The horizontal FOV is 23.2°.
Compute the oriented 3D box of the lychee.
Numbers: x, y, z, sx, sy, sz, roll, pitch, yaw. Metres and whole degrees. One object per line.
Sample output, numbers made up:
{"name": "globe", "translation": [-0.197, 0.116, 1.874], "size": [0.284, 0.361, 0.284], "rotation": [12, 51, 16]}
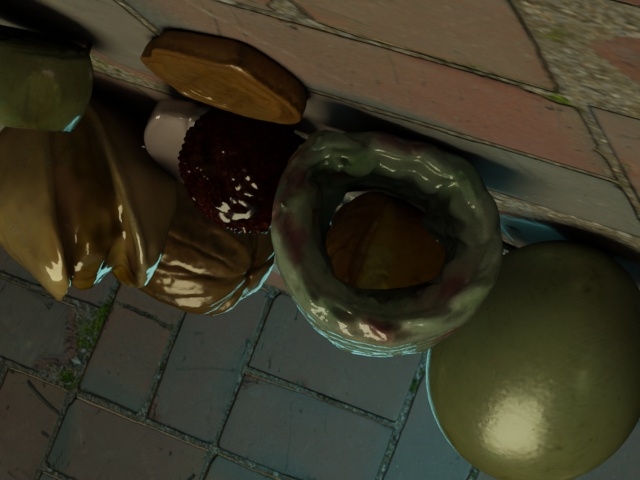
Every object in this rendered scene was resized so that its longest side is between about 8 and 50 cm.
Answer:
{"name": "lychee", "translation": [-0.067, -0.064, 1.440], "size": [0.123, 0.123, 0.129], "rotation": [17, 170, 34]}

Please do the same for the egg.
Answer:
{"name": "egg", "translation": [0.219, 0.115, 1.518], "size": [0.218, 0.218, 0.295], "rotation": [21, 144, 2]}

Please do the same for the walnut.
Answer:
{"name": "walnut", "translation": [-0.164, -0.005, 1.996], "size": [0.213, 0.213, 0.213], "rotation": [21, 174, 2]}

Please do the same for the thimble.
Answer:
{"name": "thimble", "translation": [0.049, -0.004, 1.331], "size": [0.211, 0.185, 0.149], "rotation": [49, 174, 6]}

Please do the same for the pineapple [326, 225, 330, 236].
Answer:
{"name": "pineapple", "translation": [0.032, 0.026, 1.817], "size": [0.198, 0.108, 0.108], "rotation": [40, 180, 20]}

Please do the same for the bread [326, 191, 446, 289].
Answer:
{"name": "bread", "translation": [0.071, 0.023, 1.633], "size": [0.143, 0.139, 0.229], "rotation": [22, 179, -2]}

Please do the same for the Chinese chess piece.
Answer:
{"name": "Chinese chess piece", "translation": [-0.301, -0.155, 1.419], "size": [0.188, 0.083, 0.188], "rotation": [12, -167, -3]}

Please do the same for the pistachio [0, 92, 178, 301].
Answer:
{"name": "pistachio", "translation": [-0.269, -0.053, 1.734], "size": [0.229, 0.238, 0.321], "rotation": [-16, -156, -11]}

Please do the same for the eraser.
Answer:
{"name": "eraser", "translation": [-0.098, -0.088, 1.609], "size": [0.204, 0.059, 0.243], "rotation": [23, 170, -16]}

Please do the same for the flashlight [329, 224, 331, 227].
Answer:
{"name": "flashlight", "translation": [0.000, 0.000, 1.999], "size": [0.093, 0.047, 0.200], "rotation": [54, -177, 21]}

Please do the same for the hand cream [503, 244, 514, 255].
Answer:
{"name": "hand cream", "translation": [0.142, 0.013, 1.790], "size": [0.079, 0.050, 0.275], "rotation": [-3, 177, -20]}

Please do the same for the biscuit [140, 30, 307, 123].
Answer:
{"name": "biscuit", "translation": [-0.080, -0.133, 1.303], "size": [0.142, 0.029, 0.221], "rotation": [23, 173, -18]}
